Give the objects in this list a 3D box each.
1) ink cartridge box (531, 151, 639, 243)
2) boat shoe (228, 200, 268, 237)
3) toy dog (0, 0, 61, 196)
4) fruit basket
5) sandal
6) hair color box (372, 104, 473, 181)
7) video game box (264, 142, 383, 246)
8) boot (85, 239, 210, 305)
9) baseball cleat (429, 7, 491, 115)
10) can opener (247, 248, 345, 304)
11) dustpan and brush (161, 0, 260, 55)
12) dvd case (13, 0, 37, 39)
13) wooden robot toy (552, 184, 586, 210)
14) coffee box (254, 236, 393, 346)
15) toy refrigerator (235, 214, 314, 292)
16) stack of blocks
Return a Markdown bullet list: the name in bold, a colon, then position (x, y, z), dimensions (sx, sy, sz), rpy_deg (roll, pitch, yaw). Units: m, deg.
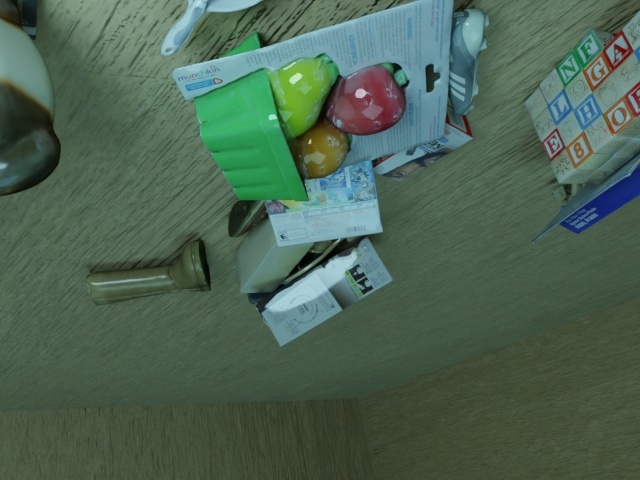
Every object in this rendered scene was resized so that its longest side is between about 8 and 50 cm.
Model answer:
- **ink cartridge box**: position (0.566, -0.129, 1.056), dimensions (0.330, 0.071, 0.324), rpy_deg (-44, 171, -18)
- **boat shoe**: position (-0.131, -0.056, 1.167), dimensions (0.060, 0.064, 0.178), rpy_deg (7, 148, -31)
- **toy dog**: position (-0.471, -0.106, 0.636), dimensions (0.408, 0.284, 0.395), rpy_deg (-17, 170, 26)
- **fruit basket**: position (0.010, -0.195, 0.847), dimensions (0.353, 0.165, 0.327), rpy_deg (-21, 156, 1)
- **sandal**: position (0.000, 0.000, 1.350), dimensions (0.240, 0.079, 0.088), rpy_deg (-33, -176, 3)
- **hair color box**: position (0.174, -0.173, 1.054), dimensions (0.093, 0.053, 0.167), rpy_deg (13, 148, -43)
- **video game box**: position (0.000, -0.083, 1.069), dimensions (0.205, 0.048, 0.187), rpy_deg (-8, 132, 6)
- **boot**: position (-0.390, 0.083, 1.335), dimensions (0.269, 0.089, 0.236), rpy_deg (-6, 155, -9)
- **baseball cleat**: position (0.187, -0.261, 0.871), dimensions (0.109, 0.072, 0.206), rpy_deg (1, 152, 7)
- **can opener**: position (-0.051, 0.097, 1.517), dimensions (0.280, 0.093, 0.074), rpy_deg (-19, 155, 6)
- **dustpan and brush**: position (-0.121, -0.290, 0.660), dimensions (0.147, 0.060, 0.211), rpy_deg (14, 146, -43)
- **dvd case**: position (-0.373, -0.297, 0.590), dimensions (0.164, 0.018, 0.221), rpy_deg (2, 153, -26)
- **wooden robot toy**: position (0.596, -0.113, 1.380), dimensions (0.173, 0.076, 0.079), rpy_deg (-4, -170, -15)
- **coffee box**: position (0.012, 0.117, 1.387), dimensions (0.297, 0.119, 0.168), rpy_deg (-31, 177, 2)
- **toy refrigerator**: position (-0.104, 0.019, 1.298), dimensions (0.094, 0.102, 0.269), rpy_deg (1, 153, -25)
- **stack of blocks**: position (0.457, -0.236, 0.892), dimensions (0.087, 0.171, 0.297), rpy_deg (-1, 153, -21)
